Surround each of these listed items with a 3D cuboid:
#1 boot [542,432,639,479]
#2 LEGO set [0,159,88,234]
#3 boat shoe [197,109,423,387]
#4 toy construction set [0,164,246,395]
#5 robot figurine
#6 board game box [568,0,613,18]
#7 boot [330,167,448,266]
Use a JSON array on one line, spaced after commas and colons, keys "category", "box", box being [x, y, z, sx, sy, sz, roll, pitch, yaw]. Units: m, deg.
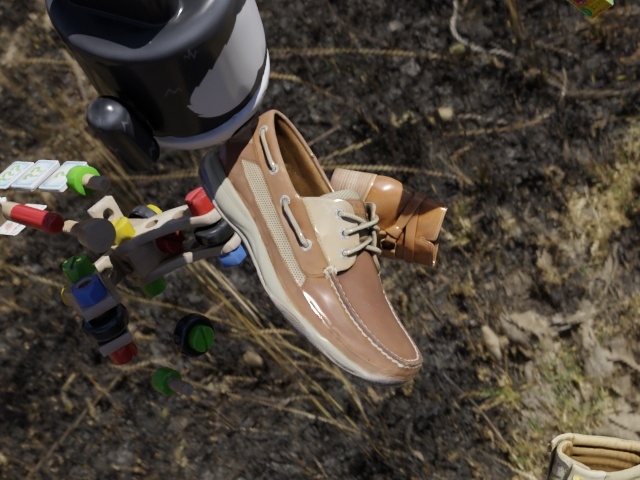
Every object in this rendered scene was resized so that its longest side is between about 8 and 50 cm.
[{"category": "boot", "box": [0.236, 0.315, 0.938, 0.262, 0.203, 0.095, -2, 22, -10]}, {"category": "LEGO set", "box": [-0.517, -0.069, 1.376, 0.182, 0.060, 0.244, 5, 42, 30]}, {"category": "boat shoe", "box": [0.000, 0.000, 0.860, 0.116, 0.123, 0.324, -45, 71, 21]}, {"category": "toy construction set", "box": [-0.284, 0.015, 1.125, 0.237, 0.309, 0.257, 12, 71, 43]}, {"category": "robot figurine", "box": [-0.138, -0.193, 0.782, 0.209, 0.278, 0.173, -31, 70, -5]}, {"category": "board game box", "box": [0.245, -0.360, 0.894, 0.039, 0.124, 0.259, -33, 42, 44]}, {"category": "boot", "box": [0.073, 0.007, 1.105, 0.152, 0.197, 0.073, 18, 42, 7]}]
